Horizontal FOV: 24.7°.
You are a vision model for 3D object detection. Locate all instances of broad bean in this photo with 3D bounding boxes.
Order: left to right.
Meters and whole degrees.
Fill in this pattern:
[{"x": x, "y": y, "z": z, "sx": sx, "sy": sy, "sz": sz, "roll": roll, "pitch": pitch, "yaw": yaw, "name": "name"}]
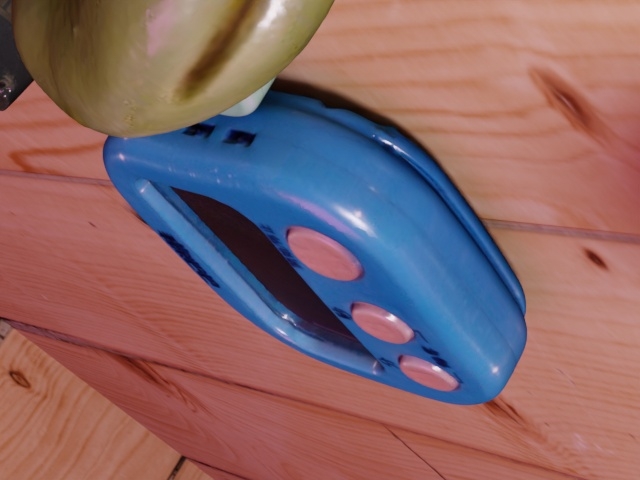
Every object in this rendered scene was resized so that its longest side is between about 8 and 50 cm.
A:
[{"x": -0.090, "y": -0.149, "z": 0.822, "sx": 0.121, "sy": 0.189, "sz": 0.263, "roll": 17, "pitch": 177, "yaw": -31, "name": "broad bean"}]

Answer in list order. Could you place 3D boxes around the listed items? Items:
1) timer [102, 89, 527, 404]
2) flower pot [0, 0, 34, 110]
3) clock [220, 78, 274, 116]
[{"x": 0.000, "y": 0.000, "z": 1.177, "sx": 0.309, "sy": 0.115, "sz": 0.340, "roll": 14, "pitch": 155, "yaw": 41, "name": "timer"}, {"x": -0.271, "y": -0.176, "z": 1.165, "sx": 0.157, "sy": 0.107, "sz": 0.157, "roll": 26, "pitch": 162, "yaw": 9, "name": "flower pot"}, {"x": -0.132, "y": -0.173, "z": 1.012, "sx": 0.211, "sy": 0.066, "sz": 0.159, "roll": 25, "pitch": 161, "yaw": 21, "name": "clock"}]
